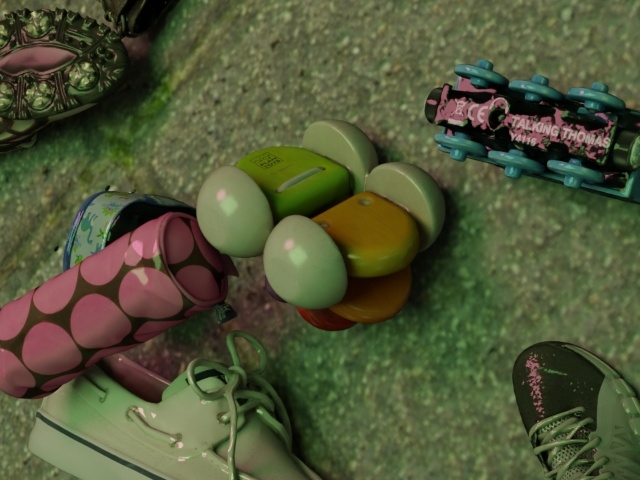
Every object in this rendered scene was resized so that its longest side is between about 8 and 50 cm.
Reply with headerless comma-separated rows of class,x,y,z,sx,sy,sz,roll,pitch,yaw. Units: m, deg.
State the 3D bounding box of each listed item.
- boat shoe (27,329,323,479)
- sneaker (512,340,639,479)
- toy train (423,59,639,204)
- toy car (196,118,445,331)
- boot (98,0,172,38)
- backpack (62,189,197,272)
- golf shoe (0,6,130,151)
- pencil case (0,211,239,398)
boat shoe,-0.089,0.149,1.431,0.367,0.136,0.156,16,89,46
sneaker,0.184,0.160,1.221,0.086,0.132,0.228,-42,61,23
toy train,0.166,-0.077,1.289,0.184,0.105,0.080,16,88,36
toy car,0.000,0.000,1.390,0.182,0.159,0.136,35,139,34
boot,-0.224,-0.271,1.612,0.263,0.091,0.229,-44,64,25
backpack,-0.168,0.007,1.507,0.084,0.114,0.105,17,93,36
golf shoe,-0.283,-0.139,1.623,0.273,0.120,0.105,-10,71,23
pencil case,-0.170,0.057,1.412,0.209,0.098,0.095,-25,81,27
